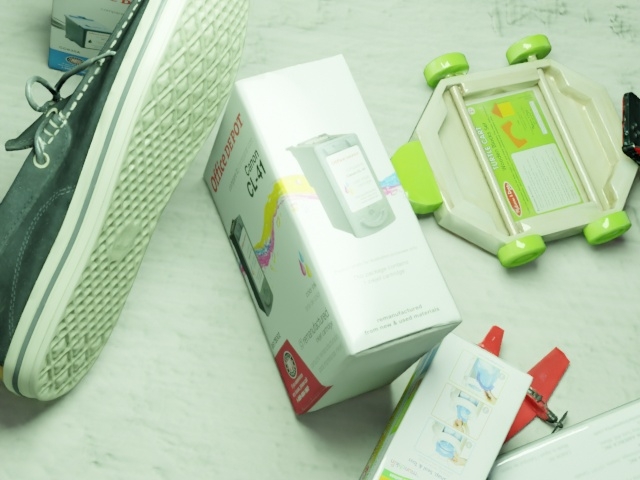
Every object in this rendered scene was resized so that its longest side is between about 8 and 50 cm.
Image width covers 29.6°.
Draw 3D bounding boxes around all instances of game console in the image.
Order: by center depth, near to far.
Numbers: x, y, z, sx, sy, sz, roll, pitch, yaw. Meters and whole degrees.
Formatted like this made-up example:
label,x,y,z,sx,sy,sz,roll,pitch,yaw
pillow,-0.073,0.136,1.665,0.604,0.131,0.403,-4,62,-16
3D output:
label,x,y,z,sx,sy,sz,roll,pitch,yaw
game console,0.434,-0.109,1.463,0.144,0.085,0.124,30,57,-41

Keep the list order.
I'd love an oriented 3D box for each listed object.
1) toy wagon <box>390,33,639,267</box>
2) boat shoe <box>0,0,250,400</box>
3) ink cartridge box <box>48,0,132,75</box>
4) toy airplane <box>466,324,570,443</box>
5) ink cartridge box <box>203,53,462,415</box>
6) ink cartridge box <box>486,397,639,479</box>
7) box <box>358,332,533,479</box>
label,x,y,z,sx,sy,sz,roll,pitch,yaw
toy wagon,0.208,-0.100,1.446,0.344,0.068,0.267,-14,72,-19
boat shoe,-0.223,-0.090,1.197,0.156,0.187,0.500,28,96,19
ink cartridge box,-0.221,-0.255,1.330,0.139,0.191,0.082,12,66,-9
toy airplane,0.219,0.157,1.365,0.151,0.028,0.151,5,69,-12
ink cartridge box,0.000,0.000,1.265,0.131,0.226,0.306,-18,73,-22
ink cartridge box,0.377,0.357,1.258,0.308,0.091,0.385,-20,77,-6
box,0.120,0.215,1.260,0.103,0.114,0.203,29,70,0
